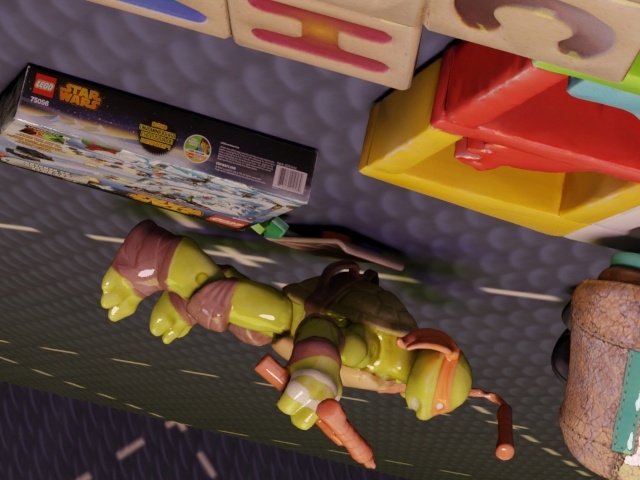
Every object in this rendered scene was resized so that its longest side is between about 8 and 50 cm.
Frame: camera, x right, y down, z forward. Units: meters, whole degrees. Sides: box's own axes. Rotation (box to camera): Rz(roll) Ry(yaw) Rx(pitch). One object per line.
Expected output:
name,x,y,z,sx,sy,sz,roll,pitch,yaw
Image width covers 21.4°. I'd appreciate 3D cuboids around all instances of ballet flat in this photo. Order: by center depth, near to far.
ballet flat,0.179,0.075,0.784,0.107,0.106,0.316,11,178,31

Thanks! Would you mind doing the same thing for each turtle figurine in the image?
turtle figurine,-0.006,0.049,0.918,0.217,0.087,0.269,19,-174,23

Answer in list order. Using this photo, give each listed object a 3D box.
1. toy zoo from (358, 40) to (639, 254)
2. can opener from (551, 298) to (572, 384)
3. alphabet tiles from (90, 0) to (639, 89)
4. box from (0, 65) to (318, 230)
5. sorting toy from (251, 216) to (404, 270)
toy zoo,0.132,-0.030,0.592,0.192,0.030,0.293,15,168,-13
can opener,0.219,0.081,0.947,0.186,0.059,0.073,20,169,6
alphabet tiles,-0.081,-0.111,0.386,0.342,0.011,0.285,16,167,3
box,-0.081,-0.040,0.778,0.137,0.027,0.094,16,167,-19
sorting toy,0.000,0.000,0.930,0.062,0.012,0.083,9,173,41
